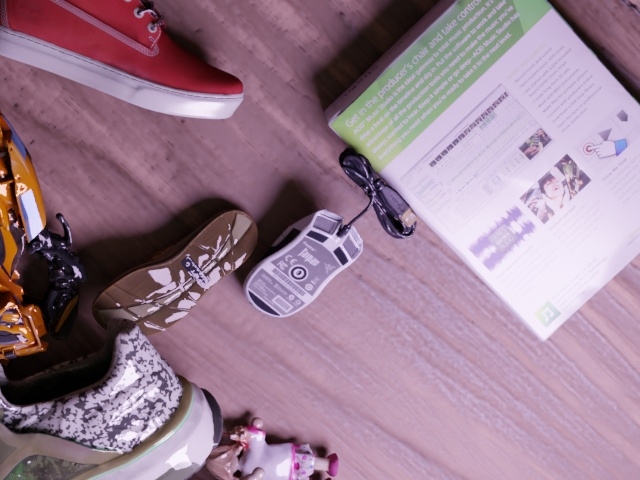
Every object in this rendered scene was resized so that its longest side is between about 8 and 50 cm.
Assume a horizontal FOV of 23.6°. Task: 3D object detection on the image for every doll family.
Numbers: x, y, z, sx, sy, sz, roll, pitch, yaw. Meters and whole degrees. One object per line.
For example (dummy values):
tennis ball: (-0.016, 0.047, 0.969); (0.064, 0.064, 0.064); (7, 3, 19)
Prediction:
doll family: (-0.075, 0.318, 1.551); (0.163, 0.118, 0.263); (7, 106, -9)

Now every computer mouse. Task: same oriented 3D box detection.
computer mouse: (0.000, 0.000, 1.489); (0.193, 0.042, 0.106); (-40, 113, 23)

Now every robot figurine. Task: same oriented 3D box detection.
robot figurine: (-0.338, 0.003, 1.427); (0.211, 0.085, 0.291); (-13, 116, -2)

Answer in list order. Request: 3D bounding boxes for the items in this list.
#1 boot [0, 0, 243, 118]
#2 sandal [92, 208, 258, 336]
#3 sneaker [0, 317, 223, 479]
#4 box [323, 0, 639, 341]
boot: (-0.166, -0.220, 1.397); (0.244, 0.088, 0.176); (20, 102, -8)
sandal: (-0.142, 0.031, 1.498); (0.180, 0.049, 0.072); (-37, 114, -10)
sneaker: (-0.309, 0.195, 1.461); (0.410, 0.158, 0.182); (-27, 119, -6)
box: (0.193, -0.089, 1.494); (0.232, 0.058, 0.322); (-43, 108, 7)
